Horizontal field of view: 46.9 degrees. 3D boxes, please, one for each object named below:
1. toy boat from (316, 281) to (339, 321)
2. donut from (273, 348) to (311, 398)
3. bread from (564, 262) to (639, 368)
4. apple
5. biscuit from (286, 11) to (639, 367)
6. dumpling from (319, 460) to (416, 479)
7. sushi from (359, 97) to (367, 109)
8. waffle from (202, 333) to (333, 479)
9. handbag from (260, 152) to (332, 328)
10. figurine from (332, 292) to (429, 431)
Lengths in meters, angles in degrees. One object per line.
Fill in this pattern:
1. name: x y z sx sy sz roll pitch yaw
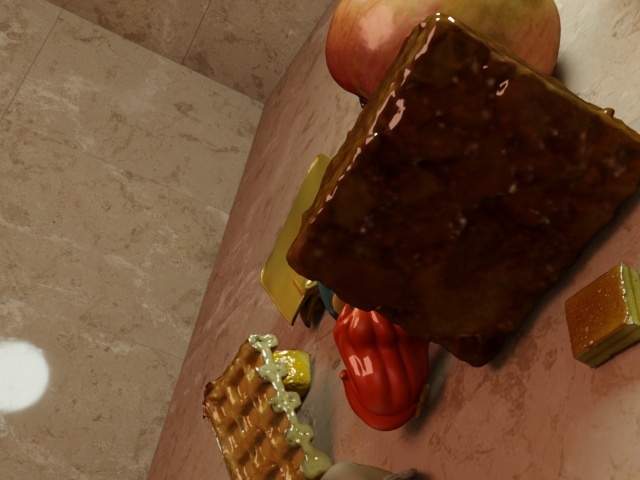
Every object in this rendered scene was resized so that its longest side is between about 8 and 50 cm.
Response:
1. toy boat: 0.050 0.110 1.629 0.093 0.103 0.246 -45 38 22
2. donut: -0.136 0.367 1.737 0.259 0.152 0.101 -61 24 28
3. bread: 0.326 0.086 0.846 0.094 0.035 0.090 -50 22 45
4. apple: 0.206 -0.329 1.218 0.364 0.363 0.364 -57 19 32
5. biscuit: 0.182 -0.062 0.975 0.395 0.342 0.166 -56 15 26
6. dumpling: 0.058 0.404 1.112 0.247 0.142 0.172 -50 -21 28
7. sushi: 0.178 -0.320 1.551 0.227 0.215 0.213 -3 90 56
8. waffle: -0.129 0.406 1.550 0.304 0.077 0.348 -55 49 40
9. handbag: 0.000 0.000 1.860 0.401 0.133 0.283 -63 21 14
10. figurine: 0.098 0.160 1.212 0.208 0.180 0.257 -59 18 29
